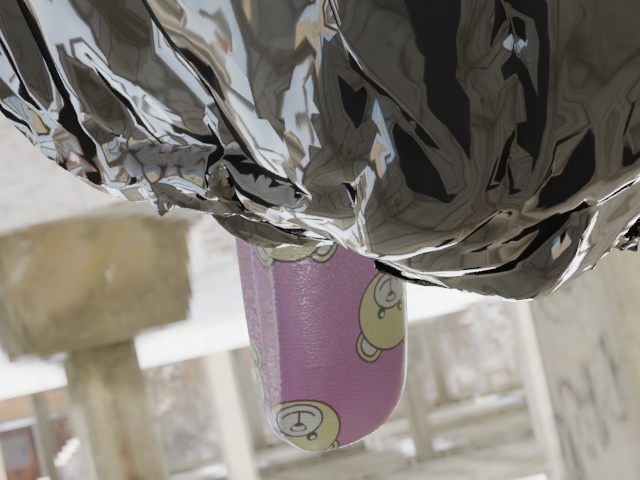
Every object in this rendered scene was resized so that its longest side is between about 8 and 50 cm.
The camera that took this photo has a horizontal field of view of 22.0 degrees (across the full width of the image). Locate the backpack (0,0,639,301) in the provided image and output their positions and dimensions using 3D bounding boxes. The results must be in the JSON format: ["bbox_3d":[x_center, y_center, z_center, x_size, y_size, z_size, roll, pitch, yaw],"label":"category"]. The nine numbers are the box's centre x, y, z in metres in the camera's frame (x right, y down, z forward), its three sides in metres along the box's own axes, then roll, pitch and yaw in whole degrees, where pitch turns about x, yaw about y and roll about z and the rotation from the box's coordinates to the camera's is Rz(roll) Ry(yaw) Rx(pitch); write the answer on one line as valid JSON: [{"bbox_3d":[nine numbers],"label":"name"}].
[{"bbox_3d":[-0.031,-0.156,0.552,0.255,0.363,0.445,-31,-161,-28],"label":"backpack"}]

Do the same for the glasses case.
[{"bbox_3d":[0.000,0.000,1.202,0.123,0.316,0.076,-16,-162,-34],"label":"glasses case"}]
